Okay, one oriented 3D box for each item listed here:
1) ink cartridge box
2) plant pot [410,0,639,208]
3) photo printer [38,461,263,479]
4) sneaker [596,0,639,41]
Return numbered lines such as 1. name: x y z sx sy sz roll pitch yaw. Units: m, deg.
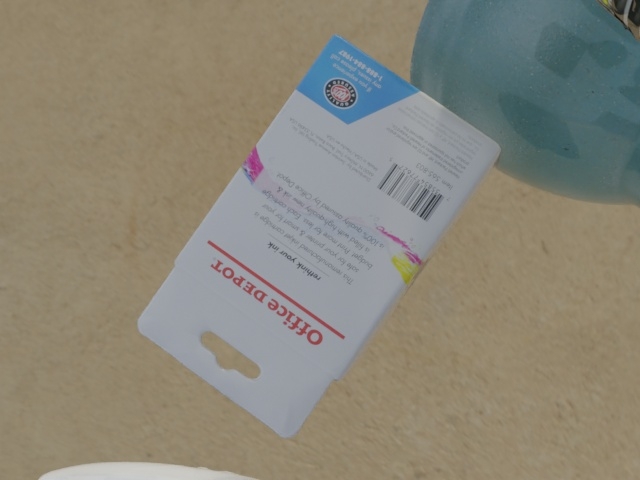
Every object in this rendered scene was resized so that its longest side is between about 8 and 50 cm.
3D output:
1. ink cartridge box: 0.000 0.000 0.601 0.104 0.061 0.181 36 91 7
2. plant pot: 0.242 -0.140 0.864 0.293 0.293 0.196 -43 63 -2
3. photo printer: -0.080 0.288 0.867 0.256 0.307 0.107 5 42 16
4. sneaker: 0.153 -0.114 0.430 0.145 0.147 0.384 -35 29 14
